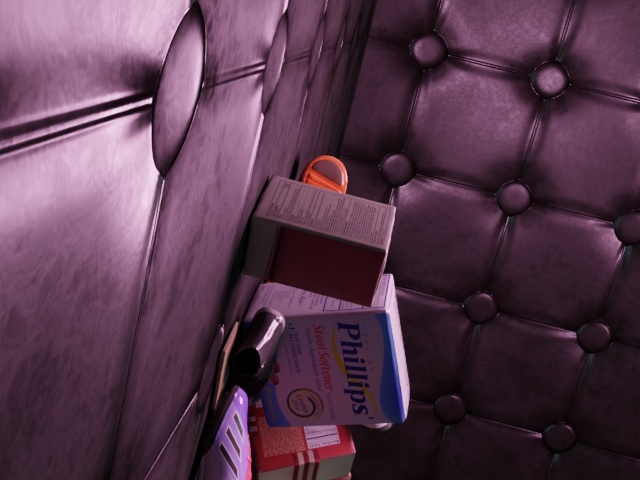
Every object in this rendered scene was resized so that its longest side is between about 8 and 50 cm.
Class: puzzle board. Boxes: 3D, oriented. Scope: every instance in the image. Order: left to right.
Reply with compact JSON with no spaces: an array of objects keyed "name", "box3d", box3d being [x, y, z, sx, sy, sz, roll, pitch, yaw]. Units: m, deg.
[{"name":"puzzle board","box3d":[-0.170,0.220,1.469,0.096,0.011,0.128,-73,176,-63]}]

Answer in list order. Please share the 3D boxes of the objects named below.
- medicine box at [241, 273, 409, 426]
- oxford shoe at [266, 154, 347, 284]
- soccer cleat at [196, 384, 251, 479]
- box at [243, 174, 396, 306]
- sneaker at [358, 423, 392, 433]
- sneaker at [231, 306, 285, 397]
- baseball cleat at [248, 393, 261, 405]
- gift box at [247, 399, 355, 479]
[{"name":"medicine box","box3d":[0.020,0.224,1.680,0.149,0.289,0.263,-69,152,-62]},{"name":"oxford shoe","box3d":[-0.034,-0.010,1.870,0.133,0.130,0.364,-165,-84,-79]},{"name":"soccer cleat","box3d":[-0.164,0.418,1.474,0.108,0.116,0.318,101,4,-75]},{"name":"box","box3d":[0.000,0.000,1.440,0.148,0.232,0.127,-71,175,-55]},{"name":"sneaker","box3d":[0.080,0.285,1.837,0.270,0.090,0.145,-115,-169,-47]},{"name":"sneaker","box3d":[-0.137,0.236,1.557,0.118,0.083,0.222,-58,168,-52]},{"name":"baseball cleat","box3d":[-0.131,0.265,1.824,0.109,0.072,0.206,94,11,-71]},{"name":"gift box","box3d":[-0.053,0.431,1.932,0.258,0.255,0.276,96,-13,-57]}]
